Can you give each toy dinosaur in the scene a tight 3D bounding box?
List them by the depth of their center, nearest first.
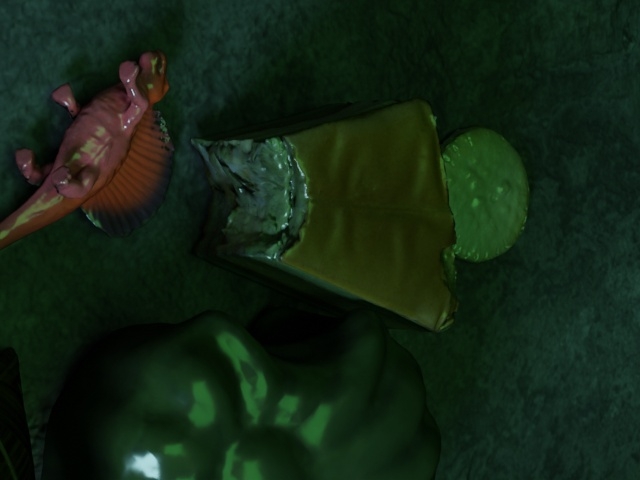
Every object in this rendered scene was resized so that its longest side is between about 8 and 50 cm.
[{"bbox_3d":[-0.196,-0.036,1.132,0.286,0.070,0.139,-60,145,-17],"label":"toy dinosaur"}]

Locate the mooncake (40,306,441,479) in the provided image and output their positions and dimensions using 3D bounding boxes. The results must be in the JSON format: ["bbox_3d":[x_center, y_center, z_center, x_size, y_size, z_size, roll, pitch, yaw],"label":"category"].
[{"bbox_3d":[-0.060,0.212,1.155,0.351,0.187,0.351,-2,93,-39],"label":"mooncake"}]

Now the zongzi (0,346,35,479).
[{"bbox_3d":[-0.231,0.214,1.002,0.247,0.111,0.241,59,26,-2],"label":"zongzi"}]

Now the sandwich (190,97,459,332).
[{"bbox_3d":[0.000,0.000,1.211,0.198,0.155,0.227,-18,102,-33],"label":"sandwich"}]

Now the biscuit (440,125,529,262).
[{"bbox_3d":[0.169,-0.049,1.418,0.152,0.020,0.152,-2,93,-37],"label":"biscuit"}]
